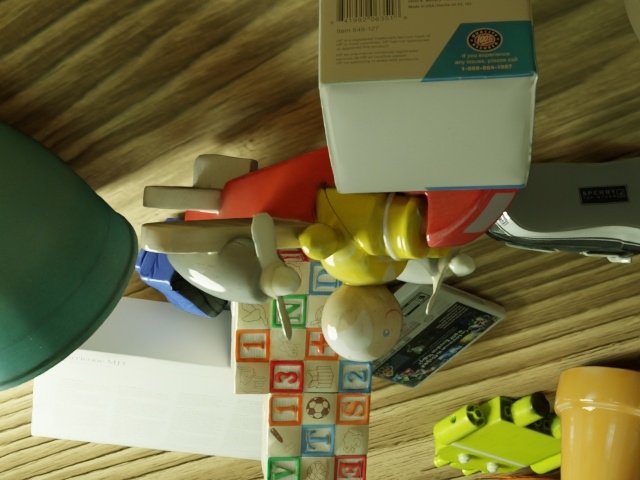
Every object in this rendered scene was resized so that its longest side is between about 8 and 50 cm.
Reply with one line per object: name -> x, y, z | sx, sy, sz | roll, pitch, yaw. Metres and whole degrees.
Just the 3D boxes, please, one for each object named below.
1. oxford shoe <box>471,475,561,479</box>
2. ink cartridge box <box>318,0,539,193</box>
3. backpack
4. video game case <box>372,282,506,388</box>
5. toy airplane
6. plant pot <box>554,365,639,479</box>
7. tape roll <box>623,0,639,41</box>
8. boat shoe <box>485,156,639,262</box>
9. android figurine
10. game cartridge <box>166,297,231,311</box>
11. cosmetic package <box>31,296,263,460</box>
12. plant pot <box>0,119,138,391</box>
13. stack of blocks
oxford shoe -> 0.398, 0.493, 2.234 | 0.364, 0.132, 0.130 | 22, 158, -35
ink cartridge box -> 0.091, -0.182, 1.090 | 0.171, 0.232, 0.168 | -2, 150, 6
backpack -> -0.165, 0.034, 1.596 | 0.101, 0.098, 0.120 | 15, 162, 40
video game case -> 0.130, 0.127, 1.735 | 0.173, 0.022, 0.190 | 21, 128, -38
toy airplane -> 0.000, 0.000, 1.348 | 0.386, 0.272, 0.384 | -12, 174, -11
plant pot -> 0.434, 0.306, 1.860 | 0.205, 0.187, 0.205 | 14, 161, 5
tape roll -> 0.386, -0.217, 1.005 | 0.246, 0.246, 0.169 | 14, 146, -18
boat shoe -> 0.332, -0.026, 1.440 | 0.306, 0.113, 0.105 | -4, 163, -12
android figurine -> 0.298, 0.325, 2.079 | 0.248, 0.056, 0.273 | 22, 142, -29
game cartridge -> -0.045, 0.107, 1.747 | 0.196, 0.060, 0.294 | -22, 141, 28
cosmetic package -> -0.201, 0.193, 1.753 | 0.377, 0.097, 0.284 | 8, 148, -10
plant pot -> -0.381, -0.017, 1.386 | 0.272, 0.271, 0.255 | -15, 130, 25
stack of blocks -> -0.025, 0.156, 1.588 | 0.171, 0.087, 0.297 | 0, 106, -7
